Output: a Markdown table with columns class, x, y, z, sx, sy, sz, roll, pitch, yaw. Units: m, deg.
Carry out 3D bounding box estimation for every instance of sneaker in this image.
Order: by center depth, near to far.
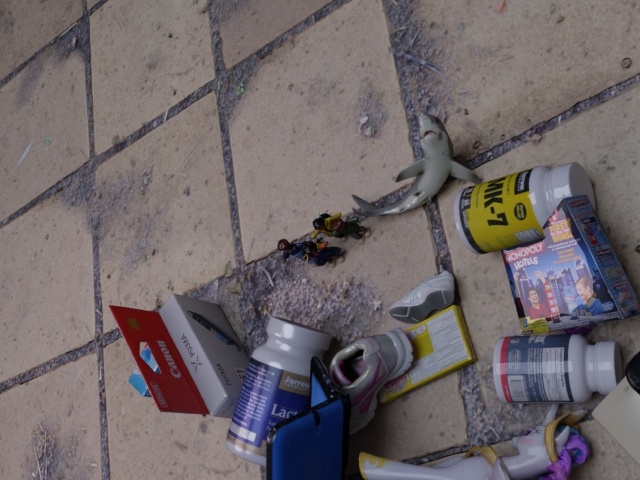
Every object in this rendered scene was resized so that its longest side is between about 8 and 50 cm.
| class | x | y | z | sx | sy | sz | roll | pitch | yaw |
| --- | --- | --- | --- | --- | --- | --- | --- | --- | --- |
| sneaker | 0.053 | 0.252 | 1.664 | 0.252 | 0.111 | 0.103 | -59 | 43 | 25 |
| sneaker | 0.186 | 0.104 | 1.674 | 0.152 | 0.054 | 0.061 | -29 | 30 | 41 |

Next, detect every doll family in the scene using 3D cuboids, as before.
| class | x | y | z | sx | sy | sz | roll | pitch | yaw |
| --- | --- | --- | --- | --- | --- | --- | --- | --- | --- |
| doll family | 0.000 | 0.000 | 1.822 | 0.193 | 0.111 | 0.076 | -45 | 52 | 23 |

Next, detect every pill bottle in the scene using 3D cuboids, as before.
| class | x | y | z | sx | sy | sz | roll | pitch | yaw |
| --- | --- | --- | --- | --- | --- | --- | --- | --- | --- |
| pill bottle | 0.366 | 0.198 | 1.431 | 0.180 | 0.108 | 0.108 | -5 | 73 | 26 |
| pill bottle | 0.336 | -0.055 | 1.537 | 0.208 | 0.119 | 0.119 | -17 | 66 | 37 |
| pill bottle | -0.074 | 0.287 | 1.770 | 0.153 | 0.153 | 0.264 | 15 | 87 | 43 |

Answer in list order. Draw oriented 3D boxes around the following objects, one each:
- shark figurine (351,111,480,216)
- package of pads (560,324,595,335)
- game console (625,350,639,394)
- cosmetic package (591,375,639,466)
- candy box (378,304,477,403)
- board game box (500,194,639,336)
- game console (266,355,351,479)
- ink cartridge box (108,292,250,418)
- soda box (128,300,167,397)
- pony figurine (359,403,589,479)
| class | x | y | z | sx | sy | sz | roll | pitch | yaw |
| --- | --- | --- | --- | --- | --- | --- | --- | --- | --- |
| shark figurine | 0.183 | -0.125 | 1.731 | 0.278 | 0.166 | 0.116 | -51 | 21 | 40 |
| package of pads | 0.397 | 0.115 | 1.488 | 0.050 | 0.032 | 0.083 | -39 | 54 | 30 |
| game console | 0.631 | 0.192 | 1.147 | 0.342 | 0.060 | 0.386 | -35 | 51 | -5 |
| cosmetic package | 0.539 | 0.295 | 1.253 | 0.160 | 0.113 | 0.309 | -53 | 48 | 15 |
| candy box | 0.177 | 0.205 | 1.659 | 0.206 | 0.027 | 0.105 | -32 | 60 | 31 |
| board game box | 0.377 | 0.037 | 1.430 | 0.194 | 0.060 | 0.194 | -19 | 82 | 52 |
| game console | -0.043 | 0.384 | 1.589 | 0.173 | 0.250 | 0.293 | 17 | 114 | 42 |
| ink cartridge box | -0.260 | 0.228 | 1.880 | 0.066 | 0.261 | 0.296 | -51 | 50 | 19 |
| soda box | -0.347 | 0.246 | 2.085 | 0.071 | 0.067 | 0.210 | 32 | 98 | 42 |
| pony figurine | 0.243 | 0.409 | 1.377 | 0.363 | 0.303 | 0.351 | -21 | 35 | 17 |
